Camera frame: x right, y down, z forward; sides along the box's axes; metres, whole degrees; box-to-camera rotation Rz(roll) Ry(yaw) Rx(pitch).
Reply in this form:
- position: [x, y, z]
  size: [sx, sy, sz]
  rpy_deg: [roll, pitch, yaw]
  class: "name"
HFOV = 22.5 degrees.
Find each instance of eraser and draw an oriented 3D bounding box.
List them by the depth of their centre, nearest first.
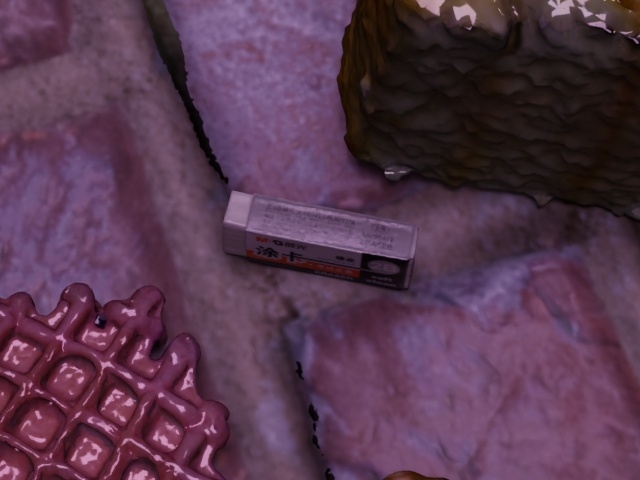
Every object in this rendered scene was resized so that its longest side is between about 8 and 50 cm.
- position: [0.000, 0.000, 1.014]
  size: [0.122, 0.052, 0.029]
  rpy_deg: [11, 66, 2]
  class: "eraser"

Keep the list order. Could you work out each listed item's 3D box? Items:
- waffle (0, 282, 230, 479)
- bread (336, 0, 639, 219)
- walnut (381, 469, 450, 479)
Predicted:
- position: [-0.159, 0.137, 0.947]
  size: [0.221, 0.055, 0.234]
  rpy_deg: [-14, 68, -7]
  class: "waffle"
- position: [0.218, -0.166, 0.995]
  size: [0.395, 0.239, 0.264]
  rpy_deg: [7, 66, -2]
  class: "bread"
- position: [0.078, 0.216, 0.914]
  size: [0.143, 0.069, 0.170]
  rpy_deg: [-41, 71, -13]
  class: "walnut"
